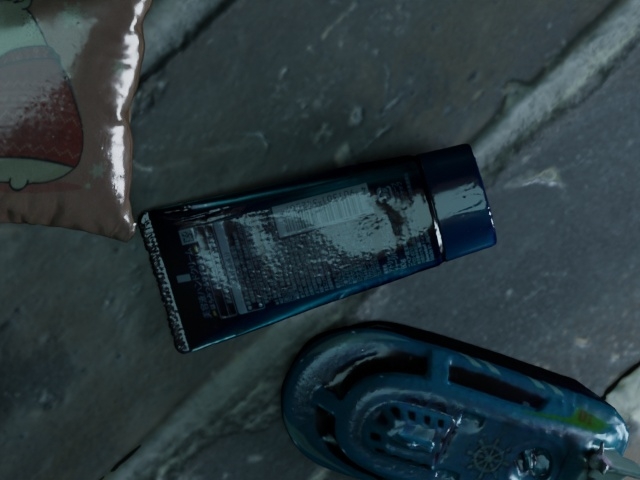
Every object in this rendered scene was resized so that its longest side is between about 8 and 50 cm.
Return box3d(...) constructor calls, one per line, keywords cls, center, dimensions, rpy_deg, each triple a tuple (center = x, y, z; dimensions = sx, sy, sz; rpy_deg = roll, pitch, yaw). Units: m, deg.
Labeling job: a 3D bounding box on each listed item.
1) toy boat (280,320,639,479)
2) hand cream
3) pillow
box3d(cls="toy boat", center=(0.115, 0.161, 1.185), dimensions=(0.298, 0.092, 0.134), rpy_deg=(16, 102, -14))
box3d(cls="hand cream", center=(0.000, 0.000, 1.146), dimensions=(0.270, 0.061, 0.120), rpy_deg=(-16, 104, -2))
box3d(cls="pillow", center=(-0.240, -0.108, 1.057), dimensions=(0.236, 0.084, 0.223), rpy_deg=(2, 104, -9))
